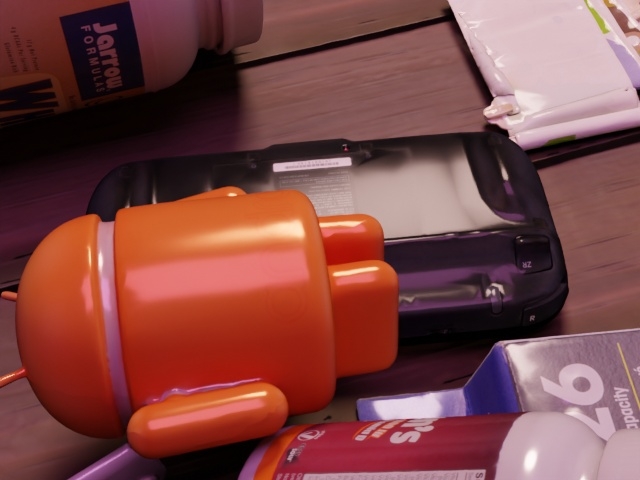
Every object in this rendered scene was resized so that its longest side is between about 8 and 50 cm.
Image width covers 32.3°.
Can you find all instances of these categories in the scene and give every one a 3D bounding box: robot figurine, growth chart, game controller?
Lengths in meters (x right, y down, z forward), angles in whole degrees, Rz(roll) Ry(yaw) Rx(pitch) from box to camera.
[{"bbox_3d":[-0.069,0.040,0.610,0.219,0.128,0.158,-7,77,-6],"label":"robot figurine"},{"bbox_3d":[0.186,-0.166,0.882,0.172,0.021,0.237,-8,53,-5],"label":"growth chart"},{"bbox_3d":[0.000,0.000,0.740,0.319,0.067,0.166,-5,43,-3],"label":"game controller"}]

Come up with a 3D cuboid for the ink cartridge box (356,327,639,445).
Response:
[{"bbox_3d":[0.191,0.185,0.589,0.307,0.072,0.303,-5,53,-5],"label":"ink cartridge box"}]

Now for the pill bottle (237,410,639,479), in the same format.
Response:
[{"bbox_3d":[0.074,0.145,0.534,0.221,0.121,0.121,-9,47,31],"label":"pill bottle"}]

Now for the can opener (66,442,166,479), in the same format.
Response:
[{"bbox_3d":[-0.190,0.207,0.573,0.283,0.076,0.095,-32,58,-20],"label":"can opener"}]

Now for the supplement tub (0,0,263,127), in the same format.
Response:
[{"bbox_3d":[-0.217,-0.199,0.783,0.316,0.228,0.228,-15,54,-10],"label":"supplement tub"}]
